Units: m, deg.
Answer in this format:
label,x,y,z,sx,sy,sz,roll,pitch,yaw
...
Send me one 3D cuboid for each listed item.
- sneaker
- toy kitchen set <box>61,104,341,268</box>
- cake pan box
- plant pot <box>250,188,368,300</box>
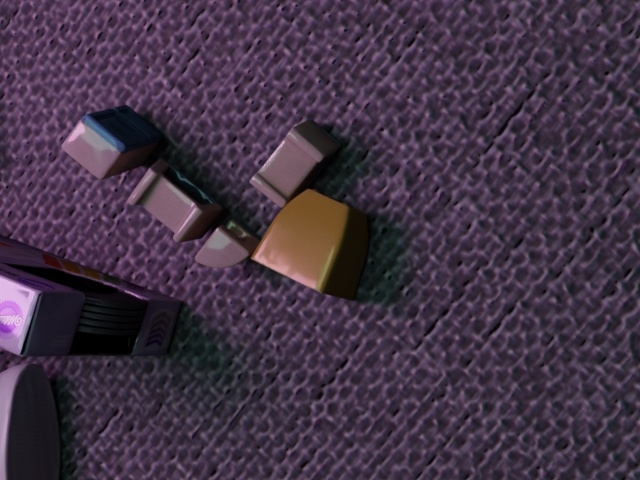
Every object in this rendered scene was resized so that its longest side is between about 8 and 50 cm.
label,x,y,z,sx,sy,sz,roll,pitch,yaw
sneaker,-0.364,0.272,1.426,0.169,0.108,0.293,1,88,23
toy kitchen set,-0.108,-0.095,1.340,0.207,0.122,0.166,39,104,2
cake pan box,-0.300,0.048,1.332,0.267,0.245,0.070,18,95,26
plant pot,0.000,0.000,1.281,0.081,0.081,0.083,26,93,23
